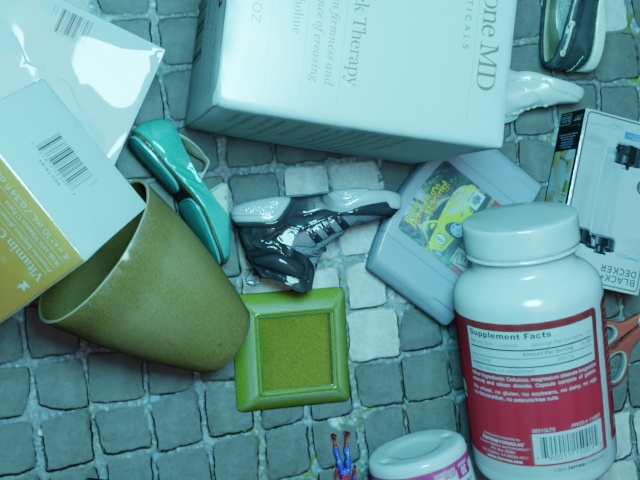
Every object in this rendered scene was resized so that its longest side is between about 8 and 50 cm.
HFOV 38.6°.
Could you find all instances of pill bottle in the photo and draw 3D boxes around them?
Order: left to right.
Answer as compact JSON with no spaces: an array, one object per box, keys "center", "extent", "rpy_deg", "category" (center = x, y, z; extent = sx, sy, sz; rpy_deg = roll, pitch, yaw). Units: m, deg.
[{"center":[0.187,0.460,1.451],"extent":[0.160,0.160,0.283],"rpy_deg":[-17,95,-13],"category":"pill bottle"},{"center":[0.328,0.158,1.415],"extent":[0.228,0.229,0.408],"rpy_deg":[-13,104,-14],"category":"pill bottle"}]

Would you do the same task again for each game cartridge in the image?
[{"center":[0.213,-0.033,1.506],"extent":[0.196,0.060,0.294],"rpy_deg":[36,82,-8],"category":"game cartridge"}]

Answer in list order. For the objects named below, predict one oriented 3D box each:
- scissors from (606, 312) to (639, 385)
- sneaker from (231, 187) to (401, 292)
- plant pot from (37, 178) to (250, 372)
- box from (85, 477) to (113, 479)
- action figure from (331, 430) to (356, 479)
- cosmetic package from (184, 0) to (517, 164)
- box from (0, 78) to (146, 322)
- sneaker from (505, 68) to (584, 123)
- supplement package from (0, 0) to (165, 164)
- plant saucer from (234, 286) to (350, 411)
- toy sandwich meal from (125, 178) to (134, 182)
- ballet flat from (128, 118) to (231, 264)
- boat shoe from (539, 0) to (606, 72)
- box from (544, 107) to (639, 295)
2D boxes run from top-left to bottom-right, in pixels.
[{"center":[0.568,0.133,1.613],"extent":[0.297,0.021,0.109],"rpy_deg":[-45,99,-8],"category":"scissors"},{"center":[0.000,0.000,1.430],"extent":[0.268,0.101,0.153],"rpy_deg":[-7,93,-8],"category":"sneaker"},{"center":[-0.233,0.081,1.323],"extent":[0.254,0.237,0.237],"rpy_deg":[40,81,-30],"category":"plant pot"},{"center":[-0.292,0.473,1.356],"extent":[0.153,0.108,0.207],"rpy_deg":[9,88,-15],"category":"box"},{"center":[0.039,0.370,1.481],"extent":[0.038,0.030,0.115],"rpy_deg":[-8,95,-19],"category":"action figure"},{"center":[0.033,-0.304,1.314],"extent":[0.393,0.327,0.330],"rpy_deg":[6,89,-15],"category":"cosmetic package"},{"center":[-0.438,-0.013,1.189],"extent":[0.345,0.168,0.215],"rpy_deg":[-32,102,28],"category":"box"},{"center":[0.333,-0.238,1.529],"extent":[0.212,0.080,0.094],"rpy_deg":[8,101,-7],"category":"sneaker"},{"center":[-0.385,-0.229,1.301],"extent":[0.261,0.145,0.204],"rpy_deg":[24,86,-14],"category":"supplement package"},{"center":[-0.042,0.174,1.447],"extent":[0.188,0.045,0.189],"rpy_deg":[-4,91,-14],"category":"plant saucer"},{"center":[-0.296,-0.057,1.386],"extent":[0.085,0.029,0.086],"rpy_deg":[0,91,-14],"category":"toy sandwich meal"},{"center":[-0.189,-0.082,1.390],"extent":[0.087,0.083,0.247],"rpy_deg":[-39,102,-25],"category":"ballet flat"},{"center":[0.419,-0.433,1.520],"extent":[0.091,0.114,0.303],"rpy_deg":[-1,90,-20],"category":"boat shoe"},{"center":[0.475,-0.062,1.553],"extent":[0.169,0.087,0.290],"rpy_deg":[13,88,-14],"category":"box"}]
